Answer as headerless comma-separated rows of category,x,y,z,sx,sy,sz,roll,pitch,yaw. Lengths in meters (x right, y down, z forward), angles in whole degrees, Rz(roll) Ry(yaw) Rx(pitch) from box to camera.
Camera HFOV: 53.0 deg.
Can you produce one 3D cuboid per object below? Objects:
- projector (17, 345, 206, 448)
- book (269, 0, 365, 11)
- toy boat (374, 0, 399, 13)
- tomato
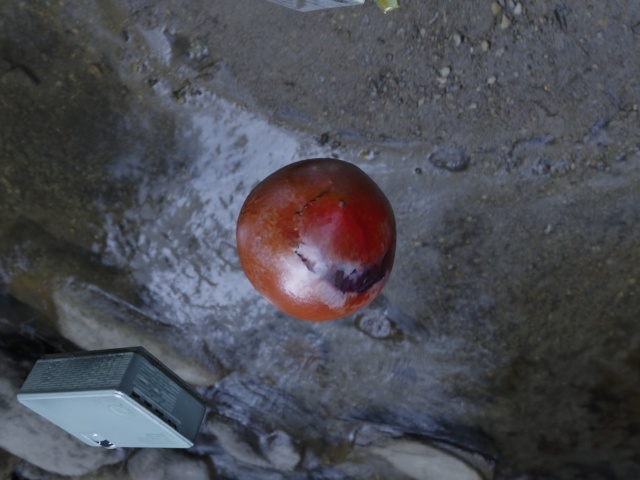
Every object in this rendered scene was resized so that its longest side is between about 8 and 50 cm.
projector,-0.338,0.260,1.059,0.256,0.099,0.192,-11,133,31
book,-0.074,-0.454,1.143,0.216,0.310,0.021,10,102,-23
toy boat,0.112,-0.487,1.199,0.065,0.172,0.066,-21,138,11
tomato,0.000,0.000,0.808,0.208,0.184,0.208,-5,102,-24
